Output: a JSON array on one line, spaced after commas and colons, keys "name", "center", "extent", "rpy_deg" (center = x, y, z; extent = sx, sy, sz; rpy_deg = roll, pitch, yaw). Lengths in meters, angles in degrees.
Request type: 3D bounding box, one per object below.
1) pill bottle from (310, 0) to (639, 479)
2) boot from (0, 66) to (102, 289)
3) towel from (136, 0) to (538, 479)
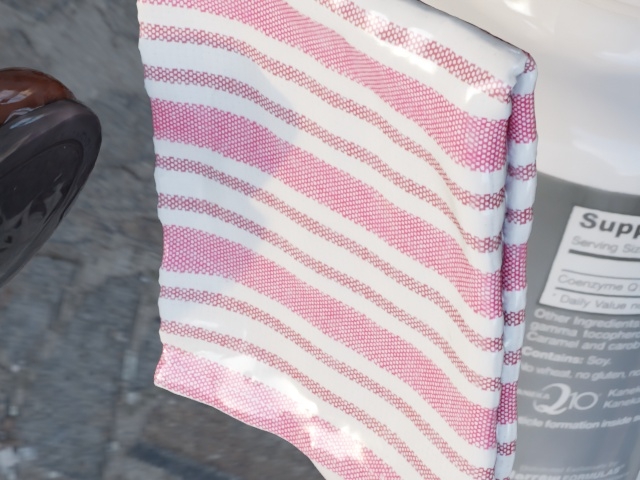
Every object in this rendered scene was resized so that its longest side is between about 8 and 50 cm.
[{"name": "pill bottle", "center": [0.111, -0.039, 0.885], "extent": [0.210, 0.210, 0.363], "rpy_deg": [20, 129, 8]}, {"name": "boot", "center": [-0.237, -0.070, 0.636], "extent": [0.264, 0.096, 0.280], "rpy_deg": [-32, 74, 14]}, {"name": "towel", "center": [0.000, 0.000, 0.578], "extent": [0.144, 0.197, 0.029], "rpy_deg": [28, 46, 31]}]
